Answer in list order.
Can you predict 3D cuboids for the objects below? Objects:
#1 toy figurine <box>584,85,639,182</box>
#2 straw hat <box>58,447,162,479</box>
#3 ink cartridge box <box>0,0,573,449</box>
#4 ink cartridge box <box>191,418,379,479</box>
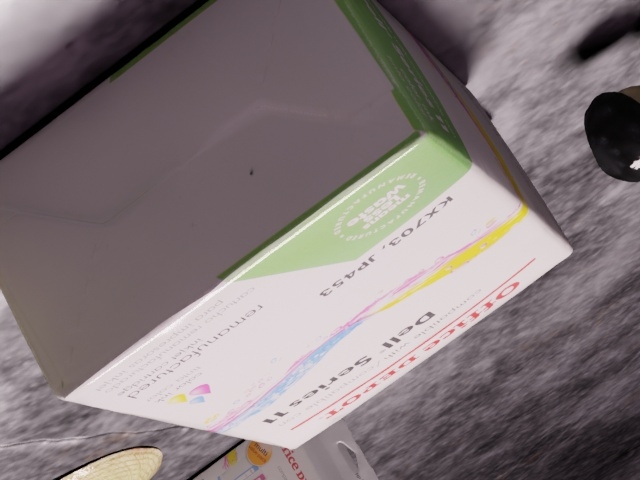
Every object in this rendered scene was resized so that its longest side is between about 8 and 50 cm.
[{"bbox_3d":[0.270,-0.076,1.021,0.148,0.213,0.209,-39,165,-23],"label":"toy figurine"},{"bbox_3d":[-0.162,0.211,1.296,0.144,0.061,0.144,-28,159,-11],"label":"straw hat"},{"bbox_3d":[0.000,0.000,0.943,0.207,0.119,0.353,-36,160,11],"label":"ink cartridge box"},{"bbox_3d":[-0.030,0.202,1.425,0.143,0.092,0.090,-38,159,14],"label":"ink cartridge box"}]
